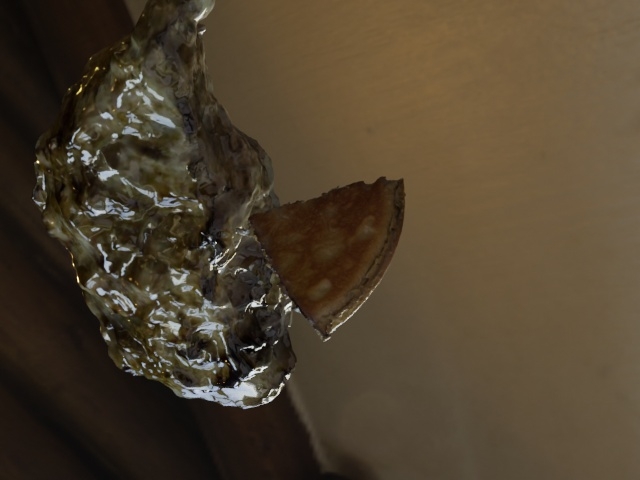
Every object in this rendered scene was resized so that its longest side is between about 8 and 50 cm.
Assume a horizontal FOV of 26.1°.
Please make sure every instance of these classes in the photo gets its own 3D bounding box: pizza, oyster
[{"bbox_3d":[0.014,0.000,0.814,0.099,0.100,0.029,-36,-34,-4],"label":"pizza"},{"bbox_3d":[-0.139,-0.027,1.117,0.204,0.111,0.396,-10,-66,4],"label":"oyster"}]
